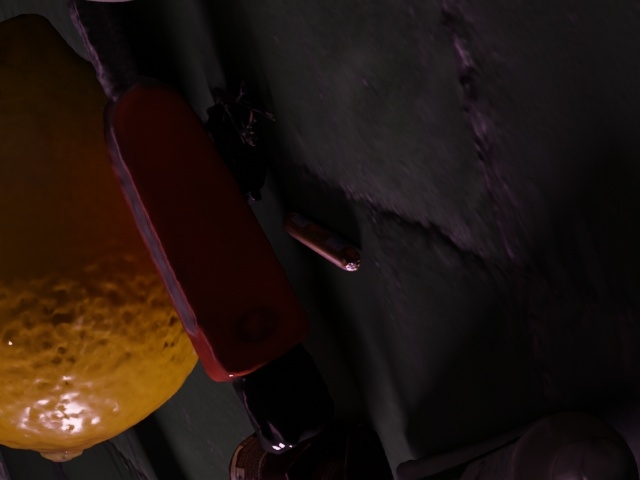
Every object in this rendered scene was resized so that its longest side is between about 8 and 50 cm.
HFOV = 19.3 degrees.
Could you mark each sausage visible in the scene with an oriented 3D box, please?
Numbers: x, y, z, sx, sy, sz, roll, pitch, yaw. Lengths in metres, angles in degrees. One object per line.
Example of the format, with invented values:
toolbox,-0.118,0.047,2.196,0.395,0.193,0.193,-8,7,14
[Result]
sausage,0.000,0.000,1.130,0.100,0.015,0.015,31,141,60

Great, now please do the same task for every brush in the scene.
brush,-0.081,-0.018,1.174,0.323,0.070,0.051,65,159,-6

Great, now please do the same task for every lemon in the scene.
lemon,-0.198,0.001,1.328,0.245,0.245,0.320,-168,71,-68

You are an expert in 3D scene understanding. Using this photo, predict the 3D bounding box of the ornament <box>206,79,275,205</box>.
ornament,-0.051,-0.060,1.181,0.073,0.028,0.125,67,164,1

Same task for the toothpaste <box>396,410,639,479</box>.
toothpaste,0.093,0.140,0.971,0.392,0.061,0.098,121,132,-75

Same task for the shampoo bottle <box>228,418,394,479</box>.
shampoo bottle,-0.003,0.155,1.251,0.068,0.067,0.236,63,163,-5
